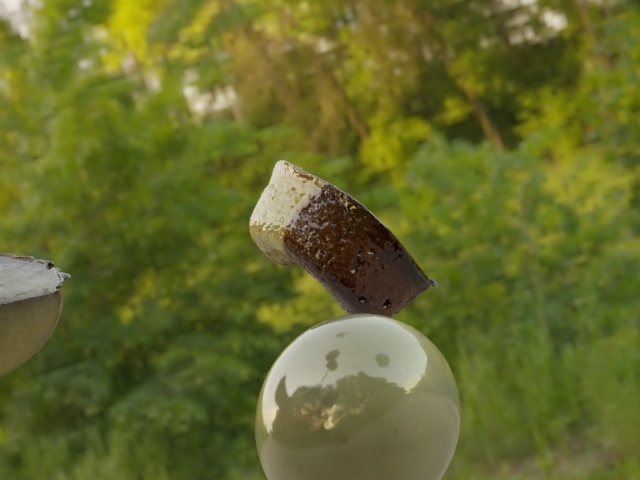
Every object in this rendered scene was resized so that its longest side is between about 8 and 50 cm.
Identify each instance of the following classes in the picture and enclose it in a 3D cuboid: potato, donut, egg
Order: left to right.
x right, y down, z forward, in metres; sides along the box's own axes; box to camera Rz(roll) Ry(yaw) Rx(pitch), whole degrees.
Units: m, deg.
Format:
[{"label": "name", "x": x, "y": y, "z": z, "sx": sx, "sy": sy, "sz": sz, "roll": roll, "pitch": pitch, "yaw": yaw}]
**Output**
[{"label": "potato", "x": -0.368, "y": 0.080, "z": 1.755, "sx": 0.243, "sy": 0.098, "sz": 0.138, "roll": -11, "pitch": 27, "yaw": -28}, {"label": "donut", "x": -0.001, "y": -0.002, "z": 1.929, "sx": 0.217, "sy": 0.141, "sz": 0.085, "roll": 32, "pitch": 77, "yaw": 37}, {"label": "egg", "x": 0.031, "y": 0.168, "z": 1.696, "sx": 0.186, "sy": 0.186, "sz": 0.241, "roll": -19, "pitch": -20, "yaw": -28}]
